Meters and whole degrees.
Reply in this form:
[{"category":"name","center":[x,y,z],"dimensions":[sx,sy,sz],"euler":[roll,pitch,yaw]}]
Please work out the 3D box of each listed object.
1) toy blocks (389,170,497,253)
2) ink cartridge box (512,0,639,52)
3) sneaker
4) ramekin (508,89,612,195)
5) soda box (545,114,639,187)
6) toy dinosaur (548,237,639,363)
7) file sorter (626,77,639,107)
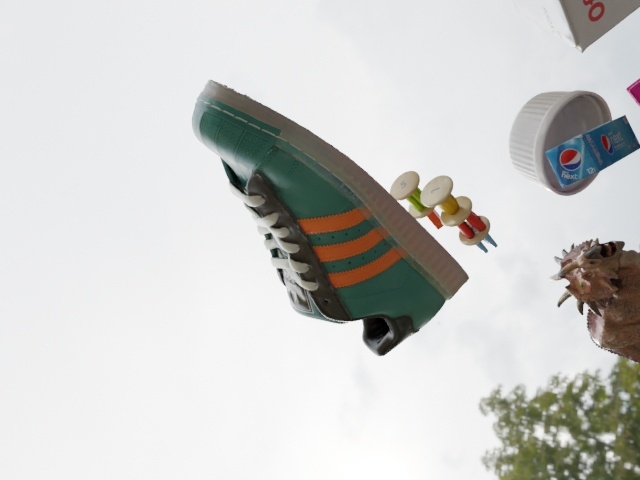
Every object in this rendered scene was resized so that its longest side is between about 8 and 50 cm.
[{"category":"toy blocks","center":[0.186,-0.036,1.039],"dimensions":[0.148,0.123,0.054],"euler":[40,-103,-33]},{"category":"ink cartridge box","center":[0.314,-0.380,0.693],"dimensions":[0.307,0.129,0.223],"euler":[-38,-49,6]},{"category":"sneaker","center":[0.000,0.000,0.568],"dimensions":[0.302,0.108,0.121],"euler":[38,-91,-34]},{"category":"ramekin","center":[0.471,-0.200,1.402],"dimensions":[0.207,0.109,0.207],"euler":[-12,-66,-30]},{"category":"soda box","center":[0.459,-0.152,1.177],"dimensions":[0.210,0.071,0.067],"euler":[-22,-94,-46]},{"category":"toy dinosaur","center":[0.426,0.091,1.013],"dimensions":[0.200,0.127,0.296],"euler":[-19,-63,-7]},{"category":"file sorter","center":[0.786,-0.260,1.334],"dimensions":[0.182,0.202,0.291],"euler":[-33,-96,-24]}]
